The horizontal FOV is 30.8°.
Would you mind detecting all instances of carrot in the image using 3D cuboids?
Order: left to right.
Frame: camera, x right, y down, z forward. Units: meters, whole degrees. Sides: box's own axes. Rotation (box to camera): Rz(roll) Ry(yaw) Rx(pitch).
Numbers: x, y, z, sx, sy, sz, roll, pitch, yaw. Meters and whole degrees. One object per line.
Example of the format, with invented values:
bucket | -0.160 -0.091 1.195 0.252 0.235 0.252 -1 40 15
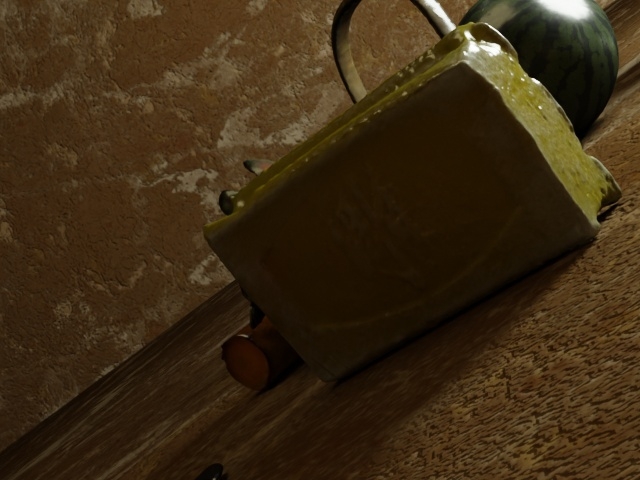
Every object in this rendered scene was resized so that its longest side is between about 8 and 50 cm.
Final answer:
carrot | -0.023 0.091 1.347 0.205 0.072 0.072 -38 4 -39

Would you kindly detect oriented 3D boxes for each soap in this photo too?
soap | 0.069 -0.022 0.988 0.315 0.199 0.091 -32 13 35

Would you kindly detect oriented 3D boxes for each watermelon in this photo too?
watermelon | 0.256 -0.210 1.413 0.212 0.212 0.212 -37 4 3

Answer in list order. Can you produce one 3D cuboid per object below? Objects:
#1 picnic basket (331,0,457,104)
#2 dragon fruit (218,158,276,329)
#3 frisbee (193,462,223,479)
picnic basket | 0.127 -0.220 1.636 0.337 0.337 0.293 -39 2 -28
dragon fruit | 0.000 0.000 1.254 0.193 0.192 0.274 -11 17 -25
frisbee | -0.187 0.277 1.040 0.211 0.012 0.187 -41 5 -31
